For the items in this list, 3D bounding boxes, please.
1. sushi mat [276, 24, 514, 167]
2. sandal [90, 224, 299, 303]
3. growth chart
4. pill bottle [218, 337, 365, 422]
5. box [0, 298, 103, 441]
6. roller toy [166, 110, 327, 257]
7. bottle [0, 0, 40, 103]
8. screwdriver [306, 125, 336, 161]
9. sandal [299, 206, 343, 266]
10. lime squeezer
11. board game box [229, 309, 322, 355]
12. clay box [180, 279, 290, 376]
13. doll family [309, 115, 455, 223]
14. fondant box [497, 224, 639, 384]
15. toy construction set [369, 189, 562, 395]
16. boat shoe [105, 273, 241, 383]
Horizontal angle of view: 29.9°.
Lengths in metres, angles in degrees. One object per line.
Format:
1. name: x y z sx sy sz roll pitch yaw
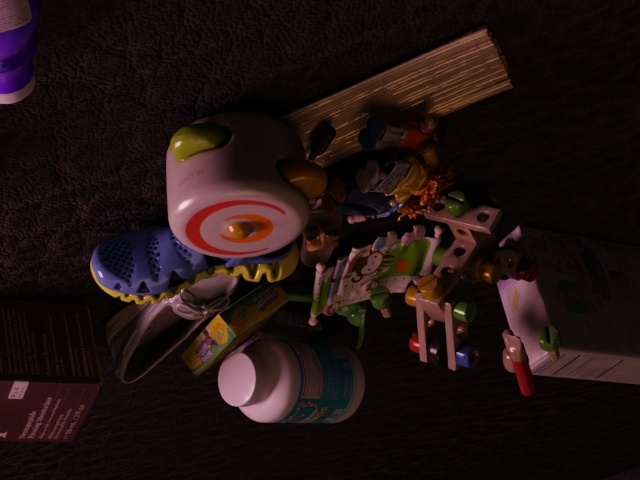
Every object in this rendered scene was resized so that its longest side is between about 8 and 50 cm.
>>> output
1. sushi mat: 0.106 -0.190 1.647 0.316 0.019 0.151 -22 147 15
2. sandal: -0.182 0.001 1.762 0.317 0.126 0.138 -13 147 -17
3. growth chart: 0.090 0.052 1.984 0.237 0.021 0.172 -16 140 -14
4. pill bottle: -0.054 0.247 2.103 0.146 0.146 0.264 -36 151 33
5. box: -0.477 0.208 1.906 0.203 0.167 0.168 5 136 -29
6. roller toy: -0.109 -0.067 1.622 0.209 0.146 0.191 4 149 -17
7. bottle: -0.361 -0.259 1.282 0.118 0.092 0.283 -9 149 -7
8. screwdriver: -0.018 -0.110 1.697 0.025 0.024 0.170 -28 165 -33
9. sandal: 0.000 0.000 1.885 0.072 0.049 0.180 -8 149 -9
10. lime squeezer: 0.036 0.131 2.098 0.110 0.059 0.310 -36 145 15
11. board game box: -0.084 0.180 2.169 0.103 0.026 0.154 15 139 -39
12. clay box: -0.137 0.139 1.976 0.127 0.053 0.222 -34 174 -35
13. doll family: 0.096 -0.073 1.707 0.163 0.118 0.263 -1 155 -38
14. fondant box: 0.468 0.116 2.073 0.330 0.238 0.096 9 144 -33
15. toy construction set: 0.236 0.066 1.850 0.257 0.309 0.237 -31 135 -8
16. boat shoe: -0.233 0.119 1.937 0.320 0.103 0.118 -35 143 31
